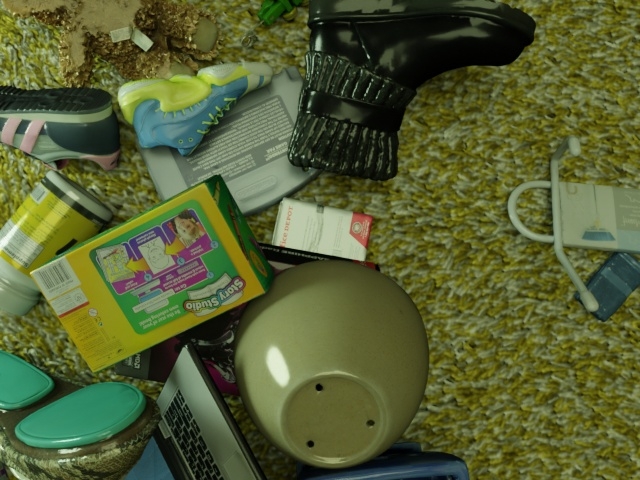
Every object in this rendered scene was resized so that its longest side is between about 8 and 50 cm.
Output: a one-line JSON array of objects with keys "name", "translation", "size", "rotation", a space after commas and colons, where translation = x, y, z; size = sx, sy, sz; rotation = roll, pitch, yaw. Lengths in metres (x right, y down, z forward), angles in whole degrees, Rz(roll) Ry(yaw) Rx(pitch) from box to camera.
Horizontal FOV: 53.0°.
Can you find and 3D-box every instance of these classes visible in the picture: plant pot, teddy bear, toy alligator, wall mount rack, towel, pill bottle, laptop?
[{"name": "plant pot", "translation": [0.081, 0.422, 0.932], "size": [0.236, 0.212, 0.235], "rotation": [-5, 86, -9]}, {"name": "teddy bear", "translation": [-0.329, -0.349, 1.046], "size": [0.338, 0.113, 0.244], "rotation": [7, 93, -9]}, {"name": "toy alligator", "translation": [-0.073, -0.398, 1.078], "size": [0.190, 0.056, 0.051], "rotation": [-43, 46, -3]}, {"name": "plant pot", "translation": [0.016, 0.189, 0.854], "size": [0.284, 0.191, 0.283], "rotation": [0, 107, 0]}, {"name": "wall mount rack", "translation": [0.484, -0.010, 1.004], "size": [0.351, 0.130, 0.303], "rotation": [5, 68, -2]}, {"name": "towel", "translation": [0.487, 0.075, 1.073], "size": [0.067, 0.029, 0.119], "rotation": [44, 84, 3]}, {"name": "pill bottle", "translation": [-0.433, 0.005, 0.996], "size": [0.119, 0.119, 0.208], "rotation": [37, 86, 1]}, {"name": "laptop", "translation": [-0.227, 0.418, 0.873], "size": [0.236, 0.408, 0.381], "rotation": [-22, 70, -34]}]

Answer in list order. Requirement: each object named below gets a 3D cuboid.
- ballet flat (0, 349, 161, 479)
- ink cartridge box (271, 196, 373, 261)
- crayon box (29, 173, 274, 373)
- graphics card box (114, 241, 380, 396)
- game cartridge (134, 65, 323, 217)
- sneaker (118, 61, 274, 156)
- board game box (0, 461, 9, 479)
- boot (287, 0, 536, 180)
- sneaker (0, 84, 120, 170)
[{"name": "ballet flat", "translation": [-0.362, 0.267, 0.872], "size": [0.483, 0.164, 0.181], "rotation": [2, 110, 39]}, {"name": "ink cartridge box", "translation": [0.000, 0.000, 1.041], "size": [0.151, 0.063, 0.109], "rotation": [11, 86, -2]}, {"name": "crayon box", "translation": [-0.225, 0.046, 0.876], "size": [0.279, 0.081, 0.165], "rotation": [-25, 102, 9]}, {"name": "graphics card box", "translation": [-0.112, 0.118, 0.983], "size": [0.371, 0.094, 0.232], "rotation": [12, 106, -1]}, {"name": "game cartridge", "translation": [-0.131, -0.141, 1.053], "size": [0.294, 0.060, 0.195], "rotation": [-25, 84, -4]}, {"name": "sneaker", "translation": [-0.183, -0.202, 0.999], "size": [0.240, 0.091, 0.126], "rotation": [-12, 106, -4]}, {"name": "board game box", "translation": [-0.547, 0.418, 0.882], "size": [0.142, 0.275, 0.144], "rotation": [-20, 87, -3]}, {"name": "boot", "translation": [0.129, -0.215, 0.957], "size": [0.348, 0.131, 0.259], "rotation": [5, 93, 12]}, {"name": "sneaker", "translation": [-0.469, -0.169, 1.018], "size": [0.319, 0.112, 0.131], "rotation": [6, 128, 14]}]
